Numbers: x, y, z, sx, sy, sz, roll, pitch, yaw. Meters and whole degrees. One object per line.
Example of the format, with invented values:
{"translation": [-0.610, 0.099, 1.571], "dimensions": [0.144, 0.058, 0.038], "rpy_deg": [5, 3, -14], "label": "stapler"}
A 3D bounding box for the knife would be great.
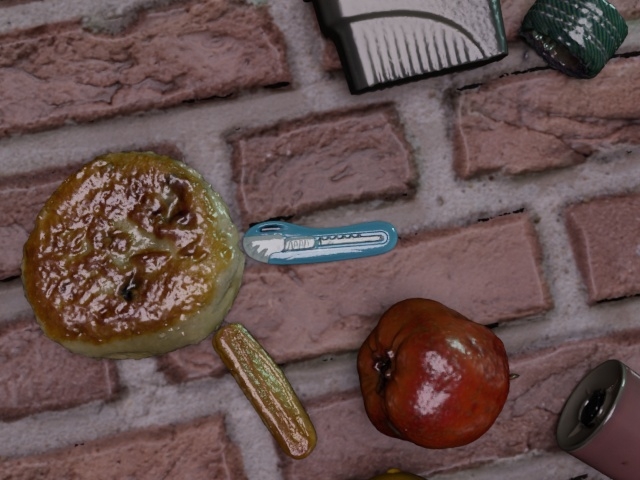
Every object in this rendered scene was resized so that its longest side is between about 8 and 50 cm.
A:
{"translation": [0.000, 0.000, 1.518], "dimensions": [0.222, 0.031, 0.064], "rpy_deg": [-3, 82, -3], "label": "knife"}

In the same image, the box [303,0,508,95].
{"translation": [0.124, -0.315, 1.499], "dimensions": [0.274, 0.138, 0.178], "rpy_deg": [-14, 91, -3], "label": "box"}

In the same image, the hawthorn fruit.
{"translation": [0.179, 0.189, 1.447], "dimensions": [0.243, 0.207, 0.207], "rpy_deg": [8, 85, -30], "label": "hawthorn fruit"}

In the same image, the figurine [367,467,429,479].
{"translation": [0.107, 0.435, 1.429], "dimensions": [0.192, 0.167, 0.256], "rpy_deg": [-8, 109, -16], "label": "figurine"}

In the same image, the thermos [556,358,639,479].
{"translation": [0.468, 0.306, 1.464], "dimensions": [0.265, 0.146, 0.176], "rpy_deg": [35, 79, -5], "label": "thermos"}

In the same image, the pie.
{"translation": [-0.262, 0.020, 1.478], "dimensions": [0.315, 0.092, 0.315], "rpy_deg": [0, 85, -1], "label": "pie"}

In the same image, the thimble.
{"translation": [0.359, -0.300, 1.512], "dimensions": [0.135, 0.118, 0.090], "rpy_deg": [38, 84, 1], "label": "thimble"}

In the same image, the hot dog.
{"translation": [-0.075, 0.209, 1.492], "dimensions": [0.066, 0.047, 0.215], "rpy_deg": [-35, 88, -19], "label": "hot dog"}
